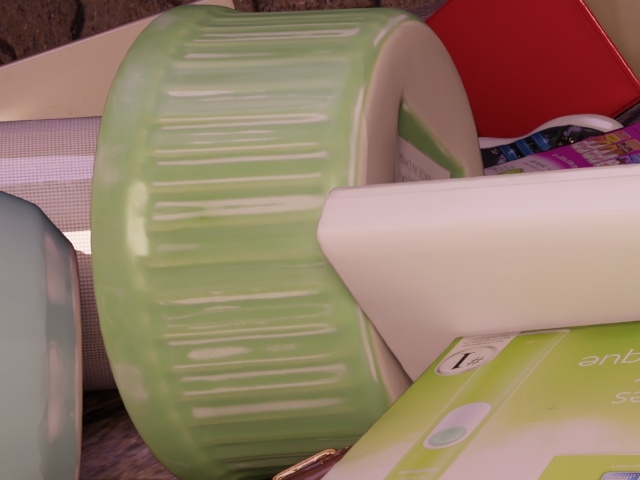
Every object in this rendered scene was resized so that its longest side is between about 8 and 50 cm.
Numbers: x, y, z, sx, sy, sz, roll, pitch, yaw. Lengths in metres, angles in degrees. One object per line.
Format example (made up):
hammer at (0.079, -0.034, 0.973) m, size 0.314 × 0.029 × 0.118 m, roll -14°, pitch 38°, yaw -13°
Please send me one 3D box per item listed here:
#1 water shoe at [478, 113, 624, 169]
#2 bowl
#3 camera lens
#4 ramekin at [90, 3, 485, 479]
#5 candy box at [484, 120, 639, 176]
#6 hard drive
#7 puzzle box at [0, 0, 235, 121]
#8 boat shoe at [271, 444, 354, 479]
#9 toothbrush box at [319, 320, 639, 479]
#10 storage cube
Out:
water shoe at (0.195, -0.058, 1.368) m, size 0.203 × 0.073 × 0.080 m, roll -10°, pitch 37°, yaw 40°
bowl at (-0.236, 0.088, 0.923) m, size 0.163 × 0.312 × 0.311 m, roll 1°, pitch 10°, yaw -14°
camera lens at (-0.242, 0.015, 1.166) m, size 0.274 × 0.219 × 0.219 m, roll -4°, pitch 13°, yaw -8°
ramekin at (0.000, 0.000, 0.904) m, size 0.148 × 0.303 × 0.303 m, roll -4°, pitch 19°, yaw 22°
candy box at (0.176, -0.019, 1.197) m, size 0.233 × 0.071 × 0.159 m, roll -16°, pitch 15°, yaw 2°
hard drive at (0.177, 0.036, 0.719) m, size 0.307 × 0.203 × 0.040 m, roll -3°, pitch 52°, yaw 29°
puzzle box at (-0.232, -0.032, 1.318) m, size 0.409 × 0.272 × 0.052 m, roll -20°, pitch 15°, yaw -14°
boat shoe at (0.004, 0.145, 0.784) m, size 0.207 × 0.073 × 0.073 m, roll -20°, pitch 17°, yaw -11°
toothbrush box at (0.102, 0.140, 0.597) m, size 0.206 × 0.122 × 0.283 m, roll -8°, pitch 18°, yaw 34°
storage cube at (0.245, -0.203, 1.453) m, size 0.183 × 0.215 × 0.193 m, roll -32°, pitch -4°, yaw -43°
